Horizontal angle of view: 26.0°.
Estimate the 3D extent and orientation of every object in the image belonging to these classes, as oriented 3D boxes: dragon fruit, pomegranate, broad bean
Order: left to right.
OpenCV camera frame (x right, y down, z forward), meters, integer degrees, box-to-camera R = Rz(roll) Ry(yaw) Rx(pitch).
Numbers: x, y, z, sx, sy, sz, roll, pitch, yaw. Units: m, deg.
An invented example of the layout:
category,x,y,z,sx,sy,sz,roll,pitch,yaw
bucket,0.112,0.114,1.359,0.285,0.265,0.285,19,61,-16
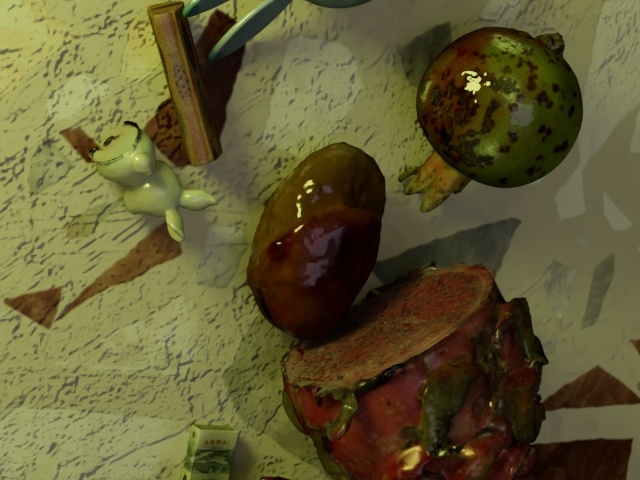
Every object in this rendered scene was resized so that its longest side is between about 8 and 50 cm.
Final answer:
category,x,y,z,sx,sy,sz,roll,pitch,yaw
broad bean,0.003,0.002,1.587,0.156,0.122,0.228,25,93,-29
dragon fruit,0.115,0.209,1.590,0.314,0.296,0.263,-34,108,-28
pomegranate,0.190,-0.146,1.638,0.198,0.246,0.198,21,54,-32

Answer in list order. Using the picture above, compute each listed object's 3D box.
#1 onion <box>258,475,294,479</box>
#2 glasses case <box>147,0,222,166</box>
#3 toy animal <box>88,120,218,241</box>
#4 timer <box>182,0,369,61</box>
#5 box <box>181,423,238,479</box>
category,x,y,z,sx,sy,sz,roll,pitch,yaw
onion,-0.051,0.425,1.594,0.314,0.232,0.314,-10,123,-17
glasses case,-0.144,-0.169,1.490,0.041,0.064,0.170,-15,110,-7
toy animal,-0.183,-0.065,1.497,0.071,0.085,0.124,-53,128,-28
timer,-0.028,-0.315,1.495,0.255,0.175,0.175,-16,113,6
box,-0.131,0.259,1.632,0.054,0.024,0.083,7,99,-29
